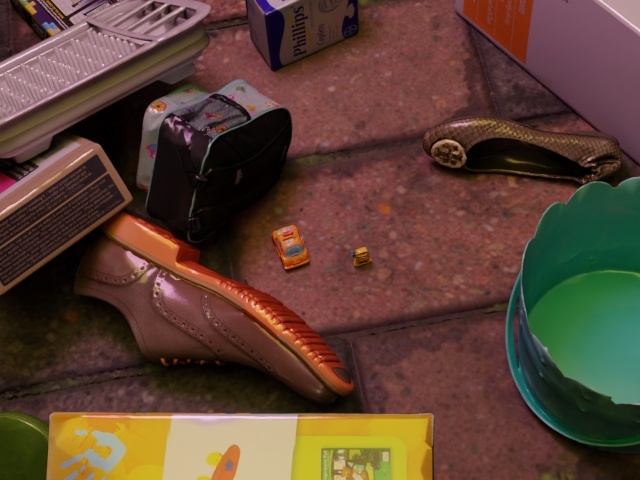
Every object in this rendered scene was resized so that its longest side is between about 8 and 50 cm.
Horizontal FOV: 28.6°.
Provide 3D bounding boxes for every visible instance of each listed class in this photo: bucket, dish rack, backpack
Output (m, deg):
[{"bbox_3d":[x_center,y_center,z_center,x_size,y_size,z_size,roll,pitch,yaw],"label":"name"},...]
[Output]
[{"bbox_3d":[0.341,0.093,1.380,0.281,0.183,0.281,-2,59,3],"label":"bucket"},{"bbox_3d":[-0.302,-0.197,1.538,0.332,0.072,0.285,-30,27,-18],"label":"dish rack"},{"bbox_3d":[-0.127,-0.109,1.527,0.144,0.166,0.188,36,43,29],"label":"backpack"}]

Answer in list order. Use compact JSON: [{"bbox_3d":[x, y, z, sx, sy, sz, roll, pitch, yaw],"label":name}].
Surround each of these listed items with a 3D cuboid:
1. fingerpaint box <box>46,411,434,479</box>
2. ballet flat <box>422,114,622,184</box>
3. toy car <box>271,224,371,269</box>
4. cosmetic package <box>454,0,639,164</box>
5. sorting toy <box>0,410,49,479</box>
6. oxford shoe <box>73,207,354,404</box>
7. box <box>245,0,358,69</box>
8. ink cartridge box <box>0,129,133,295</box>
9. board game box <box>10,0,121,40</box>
[{"bbox_3d":[-0.075,0.393,1.191,0.371,0.163,0.445,-1,74,3],"label":"fingerpaint box"},{"bbox_3d":[0.251,-0.105,1.563,0.249,0.084,0.058,6,59,0],"label":"ballet flat"},{"bbox_3d":[0.000,0.000,1.533,0.122,0.040,0.060,-4,60,1],"label":"toy car"},{"bbox_3d":[0.378,-0.270,1.563,0.161,0.230,0.453,-37,64,-17],"label":"cosmetic package"},{"bbox_3d":[-0.329,0.209,1.415,0.365,0.127,0.126,20,33,11],"label":"sorting toy"},{"bbox_3d":[-0.126,0.102,1.456,0.363,0.130,0.133,32,92,19],"label":"oxford shoe"},{"bbox_3d":[-0.024,-0.310,1.665,0.137,0.126,0.072,-26,63,-11],"label":"box"},{"bbox_3d":[-0.356,-0.046,1.486,0.193,0.088,0.234,-37,28,-19],"label":"ink cartridge box"},{"bbox_3d":[-0.330,-0.326,1.736,0.141,0.048,0.170,-35,64,-18],"label":"board game box"}]
